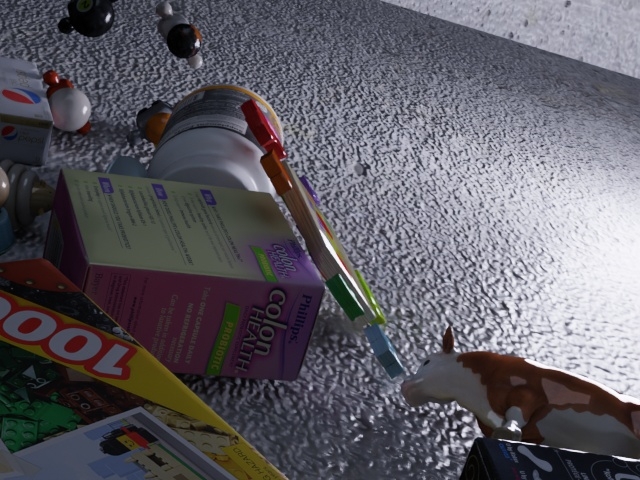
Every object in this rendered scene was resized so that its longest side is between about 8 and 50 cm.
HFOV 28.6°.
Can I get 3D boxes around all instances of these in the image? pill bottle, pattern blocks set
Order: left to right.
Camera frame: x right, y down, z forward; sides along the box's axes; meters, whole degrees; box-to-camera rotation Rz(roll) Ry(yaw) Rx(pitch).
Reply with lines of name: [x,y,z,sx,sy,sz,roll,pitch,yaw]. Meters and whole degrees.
pill bottle: [-0.132,-0.083,1.572,0.162,0.162,0.278,15,24,-5]
pattern blocks set: [0.000,0.000,1.421,0.285,0.026,0.325,56,6,-33]

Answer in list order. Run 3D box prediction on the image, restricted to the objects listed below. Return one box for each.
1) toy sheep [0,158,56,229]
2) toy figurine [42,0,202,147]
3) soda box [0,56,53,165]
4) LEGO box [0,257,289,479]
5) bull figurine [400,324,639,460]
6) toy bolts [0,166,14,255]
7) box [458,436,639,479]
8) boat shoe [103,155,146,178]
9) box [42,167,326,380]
toy sheep: [-0.368,-0.053,1.448,0.132,0.091,0.091,2,25,0]
toy figurine: [-0.273,-0.239,1.754,0.209,0.213,0.148,15,11,-17]
soda box: [-0.415,-0.179,1.704,0.074,0.069,0.216,6,27,-23]
LEGO box: [-0.216,0.229,0.797,0.372,0.193,0.500,-9,35,-45]
bull figurine: [0.237,0.193,1.301,0.310,0.101,0.188,14,28,-1]
toy bolts: [-0.421,-0.020,1.241,0.228,0.158,0.218,15,24,-5]
box: [0.152,0.285,0.854,0.142,0.247,0.163,9,25,-15]
boat shoe: [-0.262,-0.012,1.460,0.065,0.083,0.183,34,50,-8]
box: [-0.149,0.034,1.305,0.243,0.117,0.213,6,26,-22]
